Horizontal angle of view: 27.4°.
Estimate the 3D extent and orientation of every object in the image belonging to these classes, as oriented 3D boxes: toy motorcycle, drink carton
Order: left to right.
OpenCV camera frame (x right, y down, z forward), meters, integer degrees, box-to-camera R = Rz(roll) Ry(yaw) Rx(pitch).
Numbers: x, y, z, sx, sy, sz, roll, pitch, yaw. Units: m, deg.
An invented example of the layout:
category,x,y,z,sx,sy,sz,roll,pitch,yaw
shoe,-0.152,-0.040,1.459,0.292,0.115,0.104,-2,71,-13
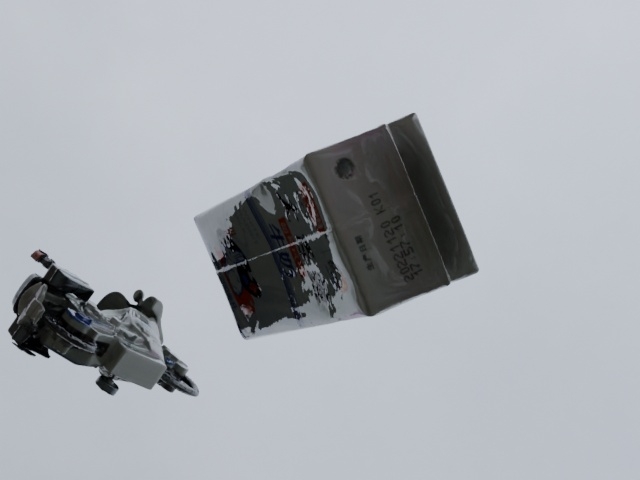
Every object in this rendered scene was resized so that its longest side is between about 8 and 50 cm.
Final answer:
category,x,y,z,sx,sy,sz,roll,pitch,yaw
toy motorcycle,-0.220,0.092,1.316,0.102,0.221,0.150,-53,-133,4
drink carton,0.000,0.000,1.068,0.130,0.107,0.315,67,-21,-2
